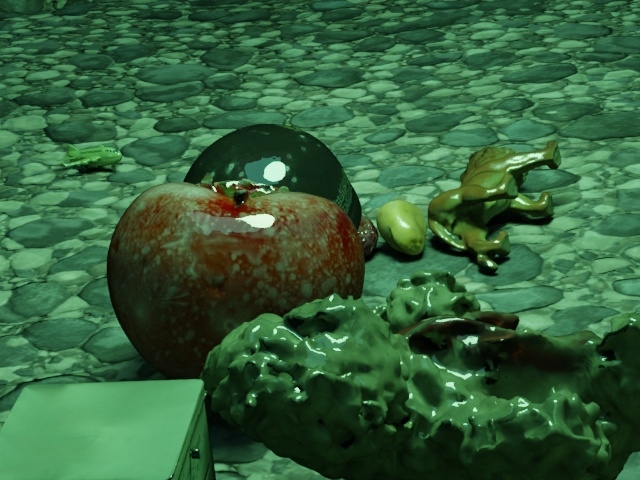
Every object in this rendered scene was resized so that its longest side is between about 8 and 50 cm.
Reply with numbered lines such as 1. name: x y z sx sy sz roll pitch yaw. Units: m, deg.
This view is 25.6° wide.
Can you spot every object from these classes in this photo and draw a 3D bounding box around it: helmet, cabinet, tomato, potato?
1. helmet: -0.081 -0.047 1.730 0.230 0.160 0.279 -7 32 21
2. cabinet: -0.155 0.232 1.070 0.150 0.206 0.145 -3 23 6
3. tomato: -0.093 0.047 1.482 0.270 0.227 0.270 7 7 -1
4. potato: 0.107 -0.016 1.805 0.068 0.062 0.083 2 22 -20

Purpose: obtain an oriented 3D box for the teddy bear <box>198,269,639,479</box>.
1. teddy bear: 0.076 0.117 1.180 0.367 0.224 0.357 19 -4 -40

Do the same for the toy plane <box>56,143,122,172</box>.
1. toy plane: -0.356 -0.129 2.203 0.111 0.040 0.102 8 27 26

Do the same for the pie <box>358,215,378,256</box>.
1. pie: 0.000 0.000 1.822 0.154 0.036 0.154 -6 23 3

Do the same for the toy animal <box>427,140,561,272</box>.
1. toy animal: 0.219 -0.056 1.867 0.157 0.097 0.312 -4 21 36
